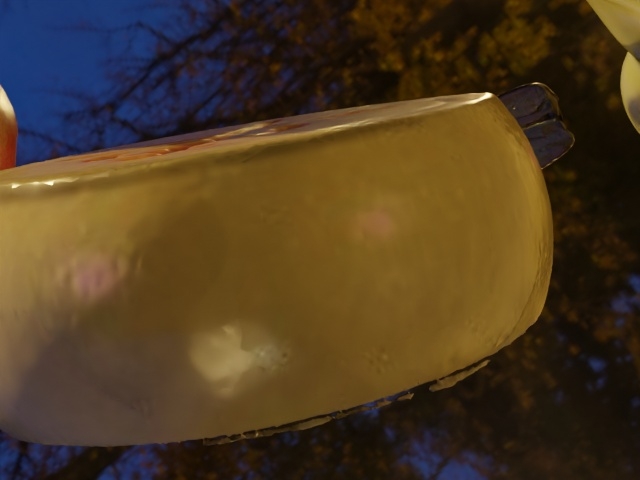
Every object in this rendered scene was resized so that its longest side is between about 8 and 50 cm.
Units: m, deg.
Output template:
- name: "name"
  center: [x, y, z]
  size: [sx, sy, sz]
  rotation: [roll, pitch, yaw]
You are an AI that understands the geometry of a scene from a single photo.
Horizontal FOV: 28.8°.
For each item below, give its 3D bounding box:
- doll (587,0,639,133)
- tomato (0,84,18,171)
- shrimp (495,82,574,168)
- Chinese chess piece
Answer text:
- name: "doll"
  center: [0.227, -0.149, 0.787]
  size: [0.141, 0.117, 0.296]
  rotation: [31, 168, 40]
- name: "tomato"
  center: [-0.314, -0.087, 1.000]
  size: [0.140, 0.233, 0.200]
  rotation: [4, -167, -20]
- name: "shrimp"
  center: [0.042, -0.018, 0.811]
  size: [0.058, 0.253, 0.173]
  rotation: [58, -146, -1]
- name: "Chinese chess piece"
  center: [-0.031, 0.002, 0.518]
  size: [0.251, 0.251, 0.097]
  rotation: [-29, -70, -65]
